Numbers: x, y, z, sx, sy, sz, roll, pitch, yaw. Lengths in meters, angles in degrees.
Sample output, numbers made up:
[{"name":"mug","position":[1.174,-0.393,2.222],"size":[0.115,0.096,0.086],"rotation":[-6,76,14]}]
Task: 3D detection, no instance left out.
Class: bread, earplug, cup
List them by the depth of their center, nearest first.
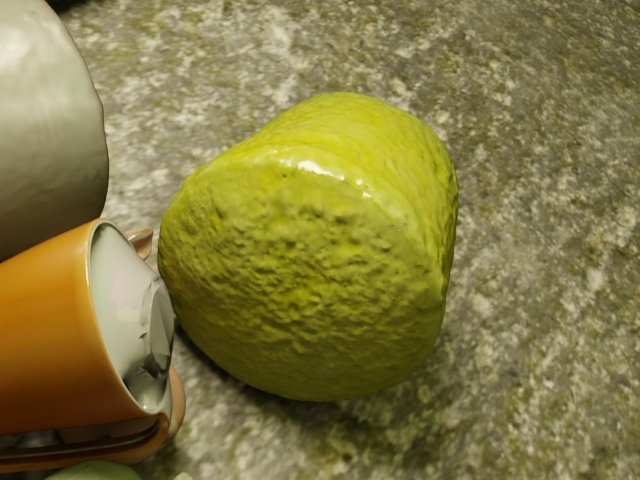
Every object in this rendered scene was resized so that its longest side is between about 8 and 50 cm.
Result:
[{"name":"cup","position":[-0.261,0.115,0.763],"size":[0.263,0.226,0.182],"rotation":[-16,22,4]},{"name":"earplug","position":[-0.460,-0.089,0.834],"size":[0.394,0.313,0.313],"rotation":[-23,69,-40]},{"name":"bread","position":[0.000,0.000,1.035],"size":[0.348,0.348,0.308],"rotation":[33,34,-3]}]

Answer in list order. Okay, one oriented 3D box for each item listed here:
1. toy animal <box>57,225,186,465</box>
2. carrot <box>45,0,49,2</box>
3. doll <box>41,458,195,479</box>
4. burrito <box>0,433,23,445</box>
[{"name":"toy animal","position":[-0.232,0.119,0.914],"size":[0.166,0.154,0.250],"rotation":[-13,80,-25]},{"name":"carrot","position":[-0.360,-0.518,1.304],"size":[0.224,0.224,0.341],"rotation":[38,49,1]},{"name":"doll","position":[-0.200,0.281,0.789],"size":[0.275,0.155,0.113],"rotation":[33,-1,-43]},{"name":"burrito","position":[-0.406,0.150,0.849],"size":[0.226,0.060,0.087],"rotation":[21,51,-14]}]
